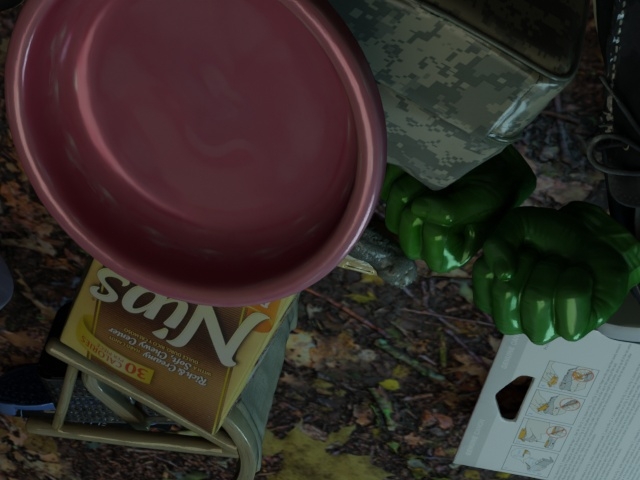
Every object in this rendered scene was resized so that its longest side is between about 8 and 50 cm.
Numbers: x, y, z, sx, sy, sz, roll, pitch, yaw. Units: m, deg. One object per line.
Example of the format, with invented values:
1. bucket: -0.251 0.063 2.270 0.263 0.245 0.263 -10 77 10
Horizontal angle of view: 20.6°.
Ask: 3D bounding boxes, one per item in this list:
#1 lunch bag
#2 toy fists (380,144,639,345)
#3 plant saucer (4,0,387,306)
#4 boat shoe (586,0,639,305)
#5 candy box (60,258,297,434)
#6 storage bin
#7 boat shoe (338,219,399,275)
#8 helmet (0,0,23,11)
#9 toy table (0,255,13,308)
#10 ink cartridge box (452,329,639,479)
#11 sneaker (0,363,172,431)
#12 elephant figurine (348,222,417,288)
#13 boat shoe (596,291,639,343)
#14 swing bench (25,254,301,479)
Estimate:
1. lunch bag: 0.049 -0.191 1.559 0.305 0.213 0.256 27 135 -13
2. toy fists: 0.172 -0.008 1.683 0.279 0.142 0.096 40 161 30
3. plant saucer: -0.097 -0.106 1.451 0.332 0.084 0.332 10 121 17
4. boat shoe: 0.344 -0.103 1.623 0.186 0.156 0.500 3 136 15
5. candy box: -0.108 0.020 1.647 0.183 0.087 0.316 32 130 3
6. storage bin: -0.226 0.141 2.064 0.180 0.122 0.084 0 137 15
7. boat shoe: 0.000 0.000 1.894 0.170 0.063 0.059 18 132 -5
8. helmet: -0.332 -0.284 1.600 0.169 0.161 0.169 8 138 7
9. toy table: -0.500 0.039 1.963 0.274 0.252 0.161 36 118 -24
10. ink cartridge box: 0.311 0.178 2.000 0.261 0.066 0.296 14 138 -1
11. sneaker: -0.294 0.206 2.185 0.232 0.081 0.090 -2 129 16
12. elephant figurine: -0.022 -0.068 1.772 0.239 0.186 0.169 11 -178 -35
13. boat shoe: 0.436 0.089 1.839 0.301 0.108 0.102 -6 125 11
14. swing bench: -0.153 0.104 1.906 0.254 0.253 0.165 18 138 -5
